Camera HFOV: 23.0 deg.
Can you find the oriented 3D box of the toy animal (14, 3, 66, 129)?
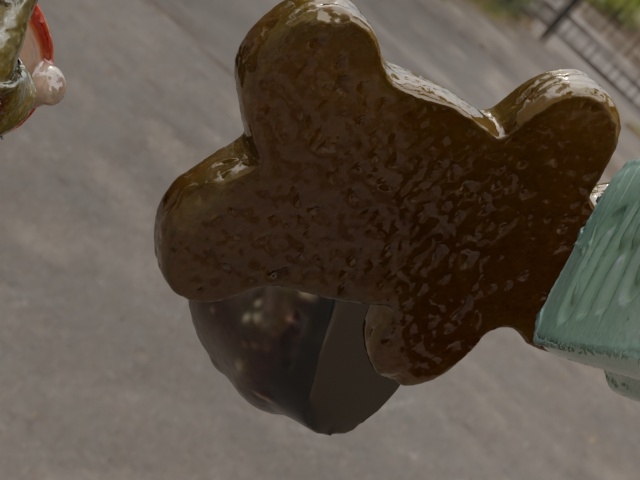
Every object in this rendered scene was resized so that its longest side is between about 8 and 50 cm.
[{"bbox_3d":[-0.296,-0.137,1.147,0.171,0.197,0.171,-19,90,-74],"label":"toy animal"}]

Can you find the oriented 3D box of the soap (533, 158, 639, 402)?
[{"bbox_3d":[0.215,0.022,0.932,0.094,0.150,0.261,34,-3,-6],"label":"soap"}]

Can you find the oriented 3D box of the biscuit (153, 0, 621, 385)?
[{"bbox_3d":[0.094,-0.019,1.144,0.432,0.283,0.064,15,32,-29],"label":"biscuit"}]

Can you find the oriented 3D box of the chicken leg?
[{"bbox_3d":[-0.205,-0.120,0.970,0.080,0.196,0.125,31,-18,-7],"label":"chicken leg"}]

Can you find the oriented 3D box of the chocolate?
[{"bbox_3d":[0.000,0.000,1.505,0.210,0.340,0.225,24,-12,28],"label":"chocolate"}]
